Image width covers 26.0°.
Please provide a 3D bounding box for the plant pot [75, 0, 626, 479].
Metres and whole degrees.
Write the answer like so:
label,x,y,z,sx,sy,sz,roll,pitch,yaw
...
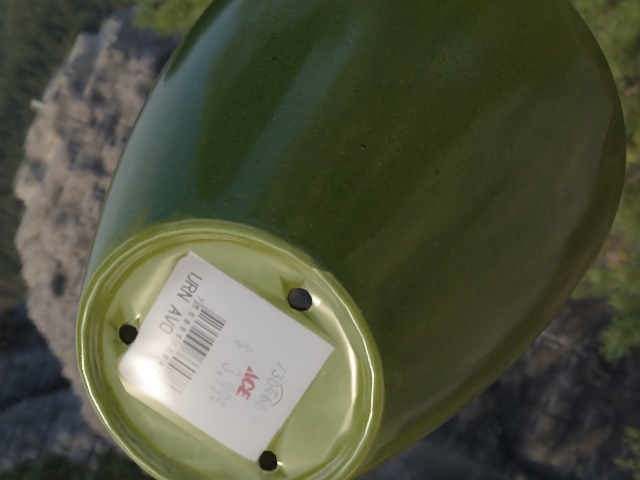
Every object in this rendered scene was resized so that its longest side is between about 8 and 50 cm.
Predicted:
label,x,y,z,sx,sy,sz,roll,pitch,yaw
plant pot,0.000,0.000,0.698,0.274,0.275,0.293,-59,-3,29
